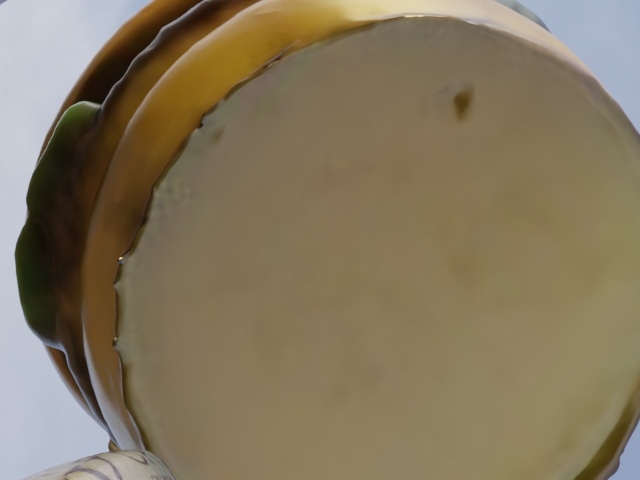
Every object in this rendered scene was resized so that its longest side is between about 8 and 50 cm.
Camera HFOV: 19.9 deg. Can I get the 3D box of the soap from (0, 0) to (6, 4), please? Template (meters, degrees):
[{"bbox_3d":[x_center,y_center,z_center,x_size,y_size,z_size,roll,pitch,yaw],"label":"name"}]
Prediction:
[{"bbox_3d":[-0.176,-0.294,1.059,0.281,0.143,0.259,-26,-109,33],"label":"soap"}]

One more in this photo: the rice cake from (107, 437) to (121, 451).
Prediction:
[{"bbox_3d":[-0.097,0.212,1.250,0.057,0.052,0.256,-34,-141,5],"label":"rice cake"}]

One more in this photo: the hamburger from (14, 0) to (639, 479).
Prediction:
[{"bbox_3d":[0.000,0.000,1.146,0.395,0.396,0.277,-68,-155,6],"label":"hamburger"}]

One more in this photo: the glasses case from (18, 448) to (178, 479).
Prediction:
[{"bbox_3d":[-0.189,0.186,0.623,0.355,0.137,0.085,-36,-96,13],"label":"glasses case"}]
